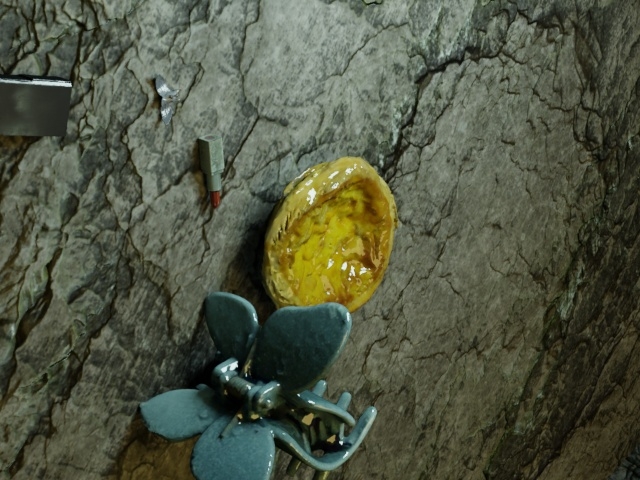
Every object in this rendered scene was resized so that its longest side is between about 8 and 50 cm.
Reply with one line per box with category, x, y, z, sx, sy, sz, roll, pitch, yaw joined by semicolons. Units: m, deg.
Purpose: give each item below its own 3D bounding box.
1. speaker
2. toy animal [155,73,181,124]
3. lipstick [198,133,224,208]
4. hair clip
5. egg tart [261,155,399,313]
speaker;-0.440;-0.185;1.390;0.218;0.044;0.082;-4;110;-48
toy animal;-0.234;-0.226;1.619;0.050;0.028;0.084;-24;126;-31
lipstick;-0.180;-0.112;1.734;0.030;0.030;0.129;-26;126;-40
hair clip;-0.097;0.284;1.799;0.238;0.318;0.392;41;74;-51
egg tart;0.000;-0.004;1.918;0.341;0.129;0.341;-24;126;-39
